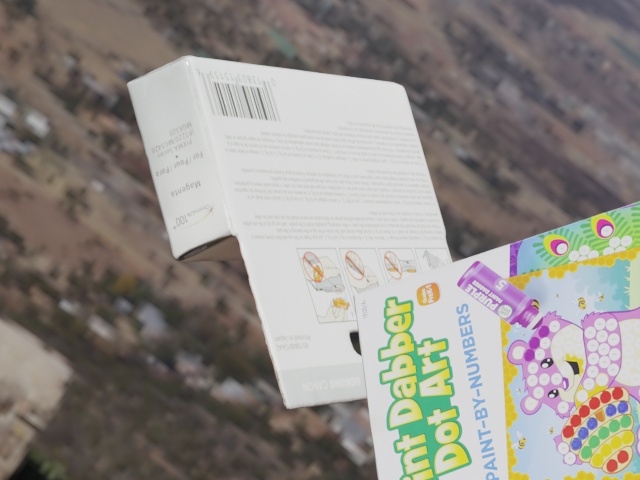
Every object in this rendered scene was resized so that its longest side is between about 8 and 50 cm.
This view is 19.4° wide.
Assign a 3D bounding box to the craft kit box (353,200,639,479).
[{"bbox_3d":[0.150,0.105,0.967,0.061,0.247,0.249,44,31,-50],"label":"craft kit box"}]

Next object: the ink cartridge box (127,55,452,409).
[{"bbox_3d":[0.000,0.000,1.299,0.275,0.060,0.238,0,72,-56],"label":"ink cartridge box"}]
